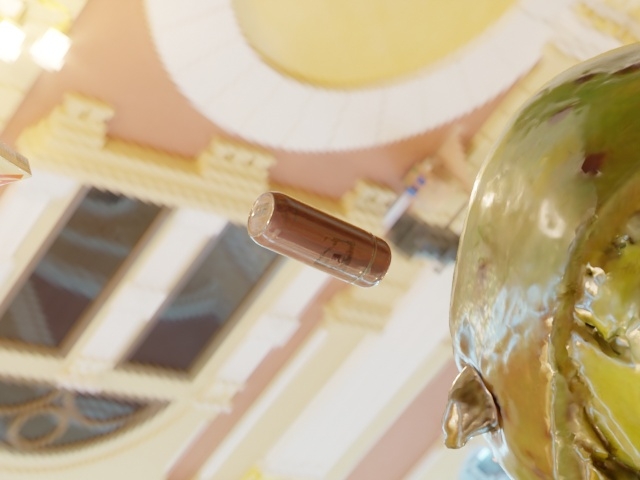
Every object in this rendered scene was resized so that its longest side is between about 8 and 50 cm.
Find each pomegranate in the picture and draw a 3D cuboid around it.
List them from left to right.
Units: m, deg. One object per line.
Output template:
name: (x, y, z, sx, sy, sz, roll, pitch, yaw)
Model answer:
pomegranate: (0.214, 0.015, 0.796, 0.341, 0.260, 0.260, -23, -124, -21)

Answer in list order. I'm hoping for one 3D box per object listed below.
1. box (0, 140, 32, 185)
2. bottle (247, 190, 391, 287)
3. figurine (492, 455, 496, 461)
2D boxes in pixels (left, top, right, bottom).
box: (-0.223, -0.047, 1.022, 0.093, 0.058, 0.015, 51, -158, -79)
bottle: (0.000, 0.000, 1.509, 0.140, 0.053, 0.053, 23, -152, -31)
figurine: (0.306, 0.125, 1.802, 0.284, 0.206, 0.315, 20, -136, -49)
